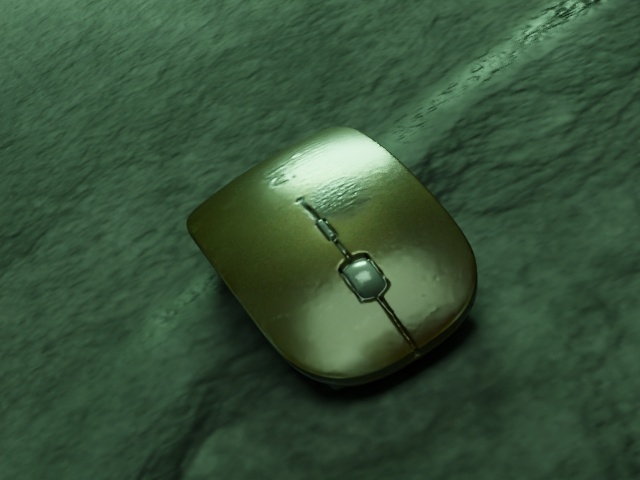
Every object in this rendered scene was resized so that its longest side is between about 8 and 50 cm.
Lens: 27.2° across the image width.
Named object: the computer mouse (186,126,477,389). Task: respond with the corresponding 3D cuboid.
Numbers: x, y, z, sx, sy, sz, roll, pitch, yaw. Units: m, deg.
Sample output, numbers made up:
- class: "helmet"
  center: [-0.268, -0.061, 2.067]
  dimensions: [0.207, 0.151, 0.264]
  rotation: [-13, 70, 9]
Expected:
- class: "computer mouse"
  center: [-0.001, -0.002, 0.628]
  dimensions: [0.102, 0.045, 0.199]
  rotation: [-31, 33, -6]
